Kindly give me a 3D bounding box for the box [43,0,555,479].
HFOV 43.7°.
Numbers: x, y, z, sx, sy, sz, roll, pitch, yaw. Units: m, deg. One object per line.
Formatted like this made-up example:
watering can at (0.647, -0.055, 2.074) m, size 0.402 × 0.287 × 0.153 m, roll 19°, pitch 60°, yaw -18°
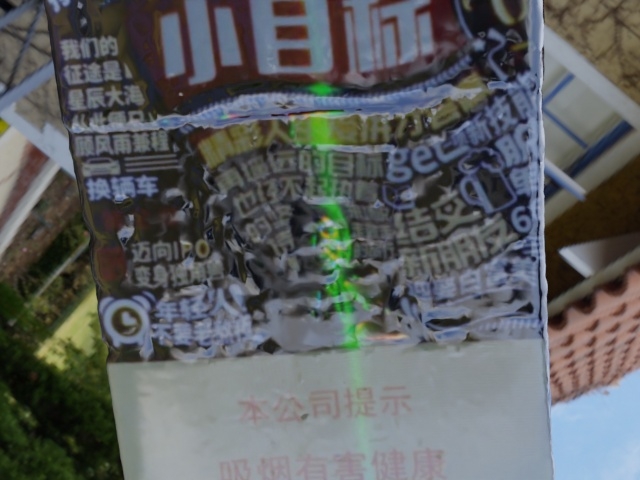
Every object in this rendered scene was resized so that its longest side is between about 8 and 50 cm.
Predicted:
box at (0.000, 0.000, 0.368) m, size 0.084 × 0.198 × 0.311 m, roll -62°, pitch 147°, yaw -75°
